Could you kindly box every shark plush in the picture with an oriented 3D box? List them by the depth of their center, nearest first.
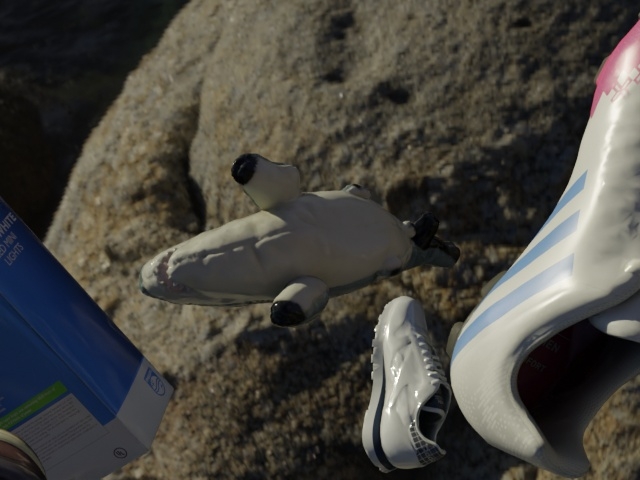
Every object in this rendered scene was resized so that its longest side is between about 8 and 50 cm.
[{"bbox_3d":[0.000,0.000,0.466,0.161,0.067,0.073,-17,77,-44],"label":"shark plush"}]

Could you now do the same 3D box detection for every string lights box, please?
[{"bbox_3d":[-0.233,0.055,0.673,0.133,0.260,0.077,-31,19,20],"label":"string lights box"}]

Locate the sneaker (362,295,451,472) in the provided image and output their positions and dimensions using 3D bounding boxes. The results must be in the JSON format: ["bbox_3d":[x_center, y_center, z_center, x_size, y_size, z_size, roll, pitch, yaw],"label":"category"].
[{"bbox_3d":[0.118,0.171,1.275,0.094,0.090,0.235,-20,49,34],"label":"sneaker"}]

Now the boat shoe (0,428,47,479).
[{"bbox_3d":[-0.256,0.125,0.440,0.285,0.092,0.103,0,75,-24],"label":"boat shoe"}]

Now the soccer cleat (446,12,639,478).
[{"bbox_3d":[0.201,-0.005,0.629,0.331,0.116,0.143,-61,24,9],"label":"soccer cleat"}]
